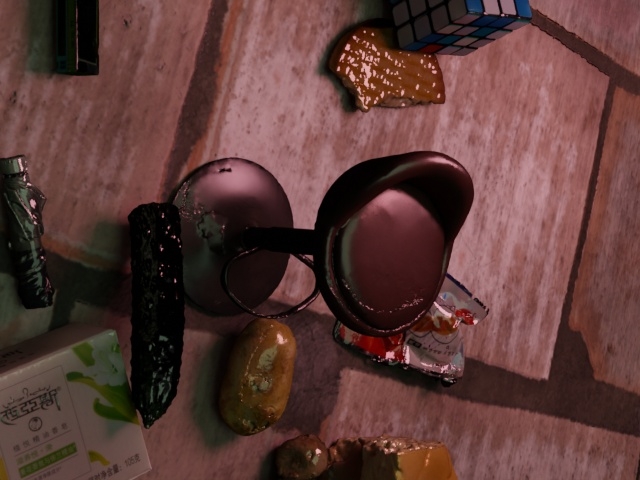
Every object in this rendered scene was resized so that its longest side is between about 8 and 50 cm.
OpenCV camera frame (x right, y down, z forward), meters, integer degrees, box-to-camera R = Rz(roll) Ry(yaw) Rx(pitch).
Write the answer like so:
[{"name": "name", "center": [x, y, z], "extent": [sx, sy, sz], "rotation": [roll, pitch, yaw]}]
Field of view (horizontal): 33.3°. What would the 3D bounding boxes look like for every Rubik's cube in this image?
[{"name": "Rubik's cube", "center": [0.210, -0.385, 1.651], "extent": [0.151, 0.155, 0.154], "rotation": [-4, 79, -41]}]

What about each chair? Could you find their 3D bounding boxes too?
[{"name": "chair", "center": [0.000, 0.000, 1.362], "extent": [0.227, 0.401, 0.226], "rotation": [-1, 92, -40]}]

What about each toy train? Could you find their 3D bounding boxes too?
[{"name": "toy train", "center": [-0.304, -0.310, 1.323], "extent": [0.044, 0.042, 0.209], "rotation": [-3, 93, -63]}]

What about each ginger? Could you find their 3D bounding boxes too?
[{"name": "ginger", "center": [-0.042, 0.382, 1.558], "extent": [0.104, 0.080, 0.204], "rotation": [27, 73, -71]}]

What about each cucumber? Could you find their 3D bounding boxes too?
[{"name": "cucumber", "center": [-0.204, 0.089, 1.341], "extent": [0.072, 0.072, 0.300], "rotation": [17, 57, -39]}]

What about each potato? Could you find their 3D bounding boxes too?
[{"name": "potato", "center": [-0.087, 0.193, 1.505], "extent": [0.107, 0.080, 0.170], "rotation": [20, 84, -49]}]

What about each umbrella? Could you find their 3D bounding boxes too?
[{"name": "umbrella", "center": [-0.356, -0.010, 1.298], "extent": [0.050, 0.046, 0.188], "rotation": [-20, 104, -56]}]

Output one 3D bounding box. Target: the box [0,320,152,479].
[{"name": "box", "center": [-0.353, 0.232, 1.270], "extent": [0.260, 0.111, 0.194], "rotation": [-23, 106, -35]}]

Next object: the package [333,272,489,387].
[{"name": "package", "center": [0.155, 0.119, 1.721], "extent": [0.269, 0.071, 0.194], "rotation": [26, 73, -25]}]

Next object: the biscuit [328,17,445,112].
[{"name": "biscuit", "center": [0.111, -0.260, 1.679], "extent": [0.228, 0.031, 0.176], "rotation": [38, 70, -35]}]

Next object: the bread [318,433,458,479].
[{"name": "bread", "center": [0.116, 0.399, 1.629], "extent": [0.211, 0.184, 0.224], "rotation": [2, 93, -45]}]
